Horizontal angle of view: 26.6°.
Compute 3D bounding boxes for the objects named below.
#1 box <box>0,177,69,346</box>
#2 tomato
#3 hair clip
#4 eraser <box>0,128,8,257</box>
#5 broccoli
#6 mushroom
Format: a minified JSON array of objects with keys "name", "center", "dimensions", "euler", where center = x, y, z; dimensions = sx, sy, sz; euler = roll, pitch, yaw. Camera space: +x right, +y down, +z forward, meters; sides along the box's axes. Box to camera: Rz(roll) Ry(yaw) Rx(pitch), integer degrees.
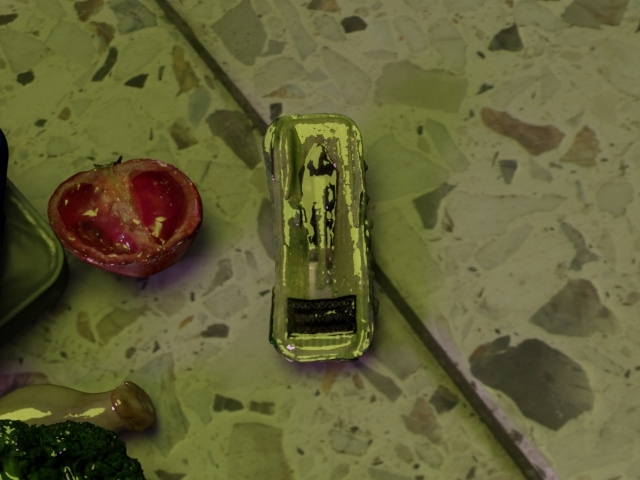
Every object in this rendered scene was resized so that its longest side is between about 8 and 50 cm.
[{"name":"box","center":[-0.573,0.016,1.691],"dimensions":[0.396,0.111,0.396],"euler":[-41,82,-13]},{"name":"tomato","center":[-0.242,-0.014,1.711],"dimensions":[0.189,0.099,0.173],"euler":[-15,54,-12]},{"name":"hair clip","center":[0.000,0.001,1.669],"dimensions":[0.138,0.091,0.321],"euler":[-2,72,1]},{"name":"eraser","center":[-0.453,0.015,1.592],"dimensions":[0.154,0.101,0.332],"euler":[3,76,-4]},{"name":"broccoli","center":[-0.273,0.338,1.413],"dimensions":[0.297,0.297,0.297],"euler":[-49,32,-17]},{"name":"mushroom","center":[-0.303,0.210,1.600],"dimensions":[0.212,0.097,0.088],"euler":[-8,49,6]}]
